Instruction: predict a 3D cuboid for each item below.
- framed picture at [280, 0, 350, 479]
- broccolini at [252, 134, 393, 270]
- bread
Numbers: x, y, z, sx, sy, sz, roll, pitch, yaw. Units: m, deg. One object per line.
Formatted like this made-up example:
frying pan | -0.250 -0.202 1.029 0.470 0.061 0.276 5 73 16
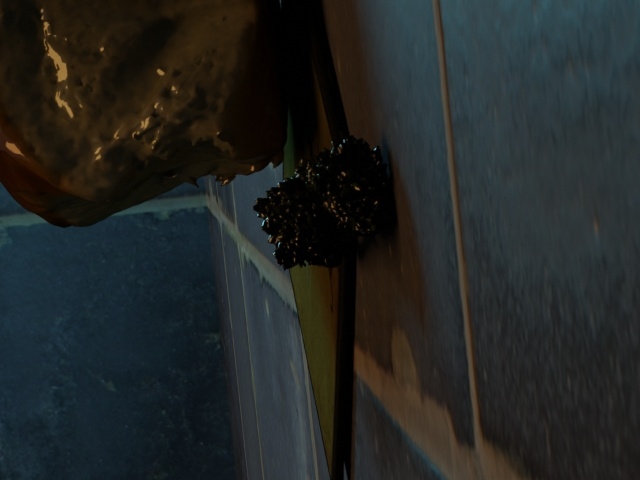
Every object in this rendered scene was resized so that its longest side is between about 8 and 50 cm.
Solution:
framed picture | -0.005 -0.021 1.318 0.339 0.014 0.255 90 171 -49
broccolini | -0.004 -0.012 1.063 0.201 0.074 0.058 139 107 -83
bread | -0.137 -0.137 1.320 0.279 0.225 0.250 101 163 -82
